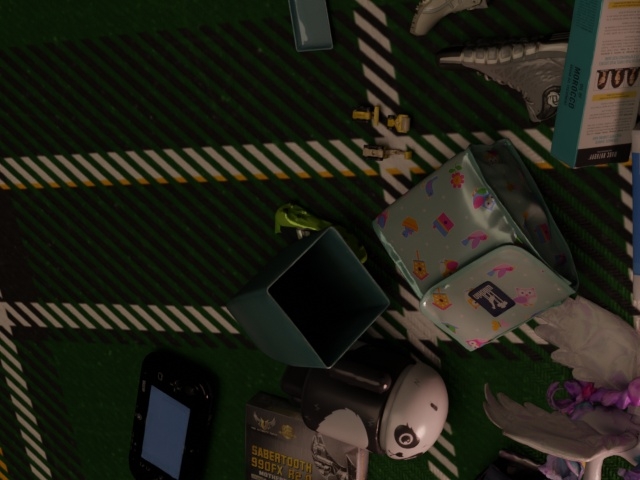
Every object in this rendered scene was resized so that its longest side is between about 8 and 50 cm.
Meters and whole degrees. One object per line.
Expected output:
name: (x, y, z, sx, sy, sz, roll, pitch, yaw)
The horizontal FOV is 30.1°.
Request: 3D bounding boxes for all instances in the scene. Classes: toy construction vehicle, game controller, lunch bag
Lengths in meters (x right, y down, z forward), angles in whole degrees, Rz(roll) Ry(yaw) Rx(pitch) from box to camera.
toy construction vehicle: (0.099, -0.170, 1.887, 0.098, 0.035, 0.086, 5, 102, 24)
game controller: (-0.292, 0.367, 2.302, 0.166, 0.067, 0.319, 22, 119, 19)
lunch bag: (0.240, 0.015, 1.790, 0.223, 0.160, 0.262, -37, 77, 35)

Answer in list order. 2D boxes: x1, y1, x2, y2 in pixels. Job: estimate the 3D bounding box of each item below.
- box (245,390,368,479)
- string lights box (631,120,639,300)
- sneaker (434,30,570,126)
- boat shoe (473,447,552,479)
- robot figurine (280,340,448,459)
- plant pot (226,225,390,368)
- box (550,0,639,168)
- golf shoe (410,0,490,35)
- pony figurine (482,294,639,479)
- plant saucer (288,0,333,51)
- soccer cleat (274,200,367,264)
box: (-0.026, 0.392, 2.174, 0.231, 0.056, 0.183, 13, 117, 23)
string lights box: (0.514, -0.039, 1.687, 0.133, 0.077, 0.260, 5, 113, 27)
sneaker: (0.279, -0.227, 1.733, 0.228, 0.086, 0.132, 0, 113, 27)
boat shoe: (0.388, 0.479, 1.942, 0.340, 0.127, 0.158, 29, 129, 16)
robot figurine: (0.075, 0.263, 1.993, 0.278, 0.209, 0.174, 16, 105, 22)
plant pot: (-0.043, 0.102, 1.971, 0.165, 0.166, 0.234, 53, 152, -13)
box: (0.393, -0.226, 1.654, 0.060, 0.100, 0.244, 43, 135, 53)
golf shoe: (0.201, -0.353, 1.734, 0.086, 0.069, 0.176, 40, 125, 1)
pony figurine: (0.434, 0.276, 1.774, 0.351, 0.303, 0.363, 20, 139, 20)
plant saucer: (-0.022, -0.393, 1.864, 0.067, 0.018, 0.192, 0, 111, 28)
soccer cleat: (0.000, 0.000, 2.000, 0.179, 0.060, 0.072, 31, 135, 18)
